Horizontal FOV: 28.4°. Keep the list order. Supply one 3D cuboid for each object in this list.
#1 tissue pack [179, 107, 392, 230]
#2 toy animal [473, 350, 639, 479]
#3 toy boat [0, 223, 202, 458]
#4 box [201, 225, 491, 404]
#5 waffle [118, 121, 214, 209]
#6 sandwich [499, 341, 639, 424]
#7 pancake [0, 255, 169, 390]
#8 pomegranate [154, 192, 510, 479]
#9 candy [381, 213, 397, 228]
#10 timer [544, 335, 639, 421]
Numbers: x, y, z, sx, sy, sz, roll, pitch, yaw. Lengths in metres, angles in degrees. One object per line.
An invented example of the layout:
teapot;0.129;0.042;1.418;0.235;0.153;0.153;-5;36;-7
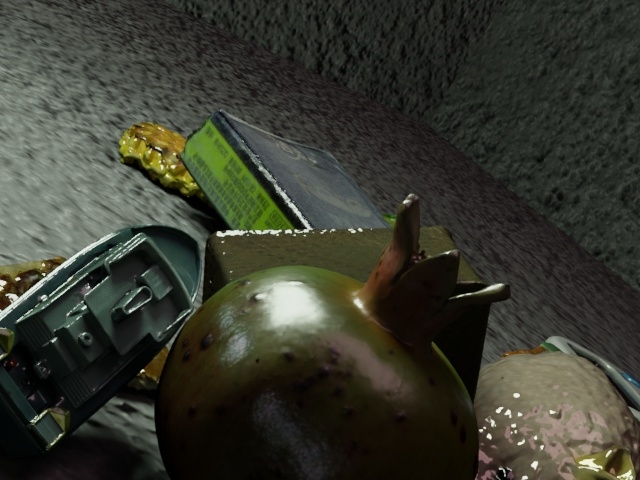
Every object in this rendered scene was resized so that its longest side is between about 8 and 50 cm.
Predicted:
tissue pack;0.000;0.000;1.797;0.288;0.124;0.394;20;25;-50
toy animal;0.242;0.238;1.388;0.226;0.188;0.358;21;37;21
toy boat;-0.185;0.064;1.076;0.114;0.122;0.296;57;38;-9
box;0.021;0.096;1.292;0.273;0.184;0.143;-1;25;-13
waffle;-0.205;-0.111;1.990;0.243;0.059;0.238;31;10;-14
sandwich;0.339;0.241;1.813;0.212;0.109;0.292;26;15;-25
pancake;-0.231;0.102;1.223;0.244;0.057;0.266;36;16;-21
pomegranate;0.018;0.128;1.077;0.290;0.323;0.291;37;-7;6
candy;0.141;-0.021;2.455;0.102;0.032;0.178;38;15;24
timer;0.468;0.266;2.056;0.237;0.087;0.262;27;14;-23
